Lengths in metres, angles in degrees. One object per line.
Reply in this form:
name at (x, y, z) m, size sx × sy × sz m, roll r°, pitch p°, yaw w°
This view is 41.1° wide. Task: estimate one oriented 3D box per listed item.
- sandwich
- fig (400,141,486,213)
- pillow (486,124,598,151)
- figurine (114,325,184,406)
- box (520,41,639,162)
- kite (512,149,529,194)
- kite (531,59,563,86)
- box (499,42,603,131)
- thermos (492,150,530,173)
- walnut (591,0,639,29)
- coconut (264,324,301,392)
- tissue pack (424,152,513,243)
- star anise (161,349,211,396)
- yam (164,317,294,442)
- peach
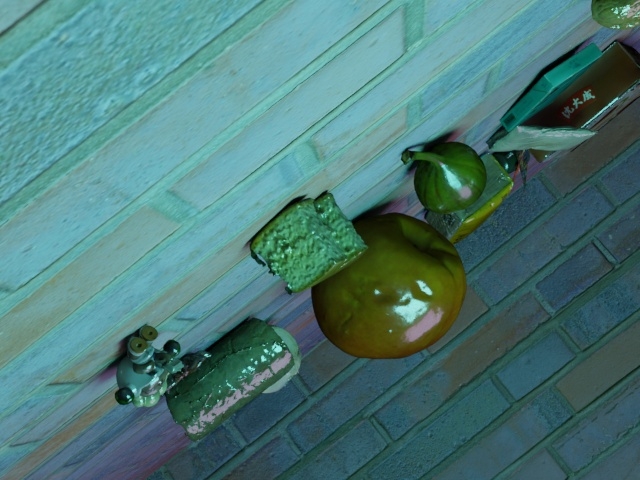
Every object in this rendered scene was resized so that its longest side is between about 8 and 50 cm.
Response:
sandwich at (0.000, 0.000, 1.447) m, size 0.128 × 0.122 × 0.235 m, roll -39°, pitch 173°, yaw 26°
fig at (0.230, -0.152, 1.678) m, size 0.151 × 0.151 × 0.259 m, roll -40°, pitch 143°, yaw 9°
pillow at (0.541, -0.252, 2.101) m, size 0.229 × 0.050 × 0.148 m, roll -2°, pitch 174°, yaw -18°
figurine at (-0.294, 0.217, 1.449) m, size 0.147 × 0.093 × 0.197 m, roll -46°, pitch 175°, yaw -32°
box at (0.737, -0.375, 2.341) m, size 0.344 × 0.122 × 0.385 m, roll -42°, pitch 169°, yaw 26°
kite at (0.571, -0.231, 2.410) m, size 0.189 × 0.009 × 0.232 m, roll -63°, pitch 145°, yaw -28°
kite at (0.494, -0.364, 1.867) m, size 0.090 × 0.004 × 0.122 m, roll -41°, pitch 170°, yaw 20°
box at (0.513, -0.340, 1.913) m, size 0.161 × 0.042 × 0.226 m, roll -35°, pitch 173°, yaw -20°
thermos at (0.530, -0.222, 2.429) m, size 0.083 × 0.073 × 0.187 m, roll -4°, pitch -166°, yaw 38°
walnut at (0.525, -0.417, 1.470) m, size 0.124 × 0.105 × 0.105 m, roll -32°, pitch 172°, yaw 18°
coconut at (-0.142, 0.317, 2.229) m, size 0.171 × 0.171 × 0.183 m, roll -27°, pitch 161°, yaw -47°
tissue pack at (0.406, -0.105, 2.358) m, size 0.192 × 0.134 × 0.271 m, roll -37°, pitch 171°, yaw -9°
star anise at (-0.305, 0.286, 1.872) m, size 0.141 × 0.042 × 0.141 m, roll -40°, pitch 170°, yaw -8°
yam at (-0.215, 0.319, 1.995) m, size 0.304 × 0.168 × 0.168 m, roll -38°, pitch 170°, yaw -6°
peach at (0.145, 0.110, 1.875) m, size 0.343 × 0.343 × 0.302 m, roll -22°, pitch 143°, yaw -58°
